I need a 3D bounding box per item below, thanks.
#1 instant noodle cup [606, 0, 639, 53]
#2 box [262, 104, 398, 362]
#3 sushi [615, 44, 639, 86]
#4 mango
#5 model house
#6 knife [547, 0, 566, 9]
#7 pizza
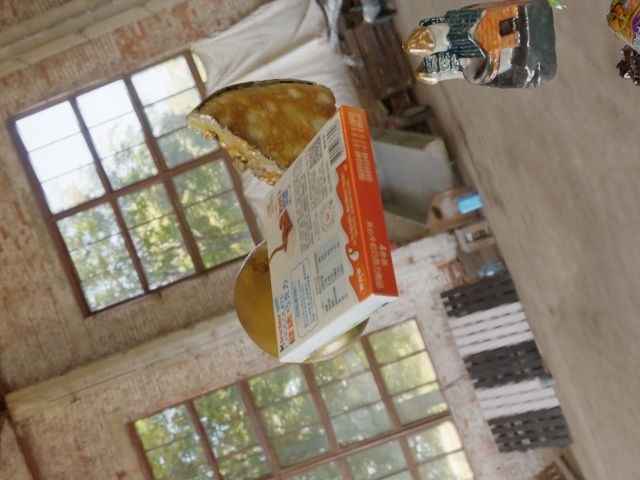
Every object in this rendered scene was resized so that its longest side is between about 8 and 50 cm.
[{"bbox_3d":[0.689,-0.442,1.317,0.190,0.251,0.251,45,170,32],"label":"instant noodle cup"},{"bbox_3d":[0.000,0.000,0.956,0.265,0.048,0.274,-41,50,51],"label":"box"},{"bbox_3d":[0.776,-0.430,1.605,0.172,0.153,0.150,66,164,-17],"label":"sushi"},{"bbox_3d":[-0.037,0.122,1.434,0.221,0.264,0.378,47,167,-31],"label":"mango"},{"bbox_3d":[0.304,-0.401,1.484,0.271,0.300,0.190,28,130,58],"label":"model house"},{"bbox_3d":[0.477,-0.570,1.572,0.184,0.022,0.026,31,-167,8],"label":"knife"},{"bbox_3d":[-0.080,-0.200,1.638,0.130,0.439,0.406,-38,78,47],"label":"pizza"}]
